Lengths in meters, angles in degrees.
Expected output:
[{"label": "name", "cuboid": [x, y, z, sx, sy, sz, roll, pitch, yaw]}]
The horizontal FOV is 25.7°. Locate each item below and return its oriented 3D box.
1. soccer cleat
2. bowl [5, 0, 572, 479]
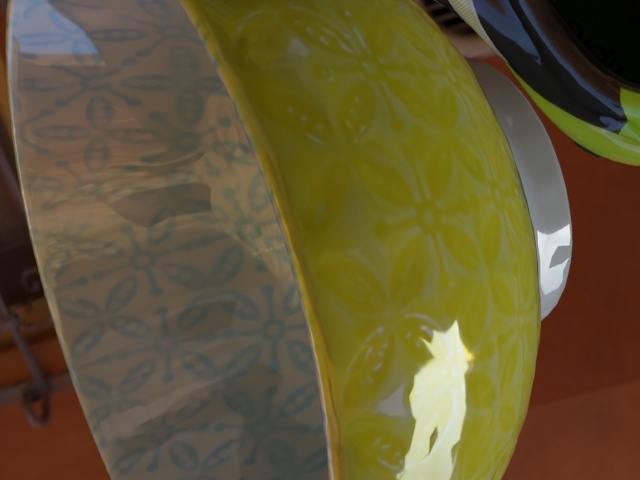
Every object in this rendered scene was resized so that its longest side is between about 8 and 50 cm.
[{"label": "soccer cleat", "cuboid": [0.033, -0.087, 0.343, 0.060, 0.179, 0.072, -51, 179, -14]}, {"label": "bowl", "cuboid": [0.000, 0.000, 0.541, 0.156, 0.289, 0.289, -17, -162, -25]}]
